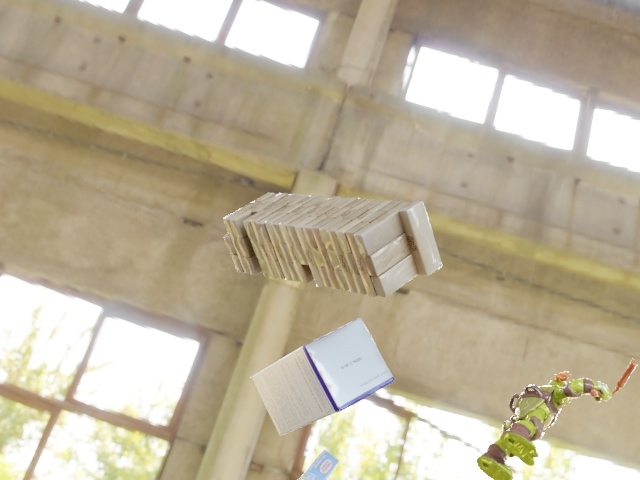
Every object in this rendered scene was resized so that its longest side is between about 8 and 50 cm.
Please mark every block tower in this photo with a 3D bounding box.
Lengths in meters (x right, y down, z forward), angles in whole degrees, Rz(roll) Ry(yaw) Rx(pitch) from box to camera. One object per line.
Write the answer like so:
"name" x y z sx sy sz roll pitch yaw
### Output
"block tower" 0.000 0.000 1.284 0.335 0.097 0.091 5 -59 51

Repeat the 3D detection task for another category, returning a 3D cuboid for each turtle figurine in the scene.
"turtle figurine" 0.326 0.253 1.444 0.087 0.217 0.269 54 -46 2

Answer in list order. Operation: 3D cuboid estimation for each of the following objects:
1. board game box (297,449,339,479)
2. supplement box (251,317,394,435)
"board game box" -0.059 0.467 1.662 0.039 0.160 0.211 36 -50 10
"supplement box" -0.002 0.214 1.521 0.114 0.111 0.220 61 -33 7
